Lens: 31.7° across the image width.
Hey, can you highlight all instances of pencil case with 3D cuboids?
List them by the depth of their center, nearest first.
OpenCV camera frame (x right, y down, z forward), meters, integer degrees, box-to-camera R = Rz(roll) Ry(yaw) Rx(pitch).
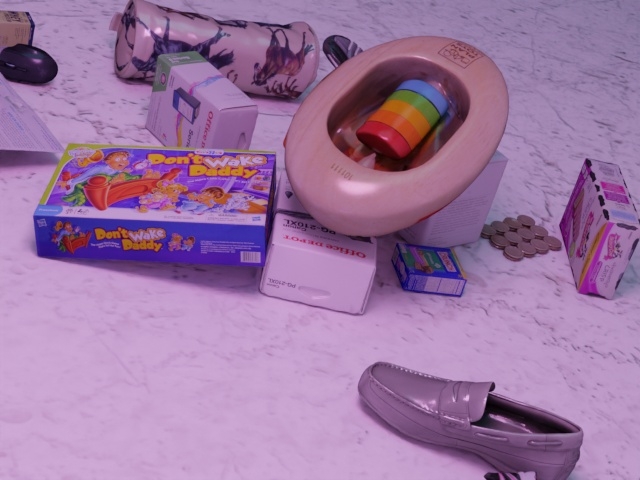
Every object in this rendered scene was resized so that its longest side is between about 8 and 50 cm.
[{"bbox_3d":[-0.217,-0.390,2.293,0.410,0.160,0.183,5,24,-19],"label":"pencil case"}]

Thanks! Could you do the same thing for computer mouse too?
[{"bbox_3d":[-0.615,-0.337,2.111,0.242,0.071,0.041,6,28,-13],"label":"computer mouse"}]

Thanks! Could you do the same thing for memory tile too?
[{"bbox_3d":[0.372,-0.006,2.111,0.148,0.012,0.113,-13,42,-37],"label":"memory tile"}]

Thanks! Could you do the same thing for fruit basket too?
[{"bbox_3d":[-0.651,-0.227,1.890,0.353,0.165,0.327,5,31,-47],"label":"fruit basket"}]

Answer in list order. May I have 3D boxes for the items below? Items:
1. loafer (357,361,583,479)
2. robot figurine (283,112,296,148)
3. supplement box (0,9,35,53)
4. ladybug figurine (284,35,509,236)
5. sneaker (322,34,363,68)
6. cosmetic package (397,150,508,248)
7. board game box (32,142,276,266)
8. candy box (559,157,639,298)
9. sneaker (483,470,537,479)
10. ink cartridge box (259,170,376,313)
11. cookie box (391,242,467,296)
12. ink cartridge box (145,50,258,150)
[{"bbox_3d":[0.209,0.236,1.569,0.319,0.111,0.112,21,32,6],"label":"loafer"},{"bbox_3d":[0.027,-0.163,1.998,0.158,0.219,0.128,4,33,-22],"label":"robot figurine"},{"bbox_3d":[-0.609,-0.400,2.197,0.083,0.083,0.056,-2,38,-29],"label":"supplement box"},{"bbox_3d":[0.127,-0.162,1.816,0.305,0.162,0.449,34,59,21],"label":"ladybug figurine"},{"bbox_3d":[0.062,-0.320,2.330,0.229,0.132,0.086,38,53,-23],"label":"sneaker"},{"bbox_3d":[0.212,-0.102,2.022,0.151,0.183,0.151,-10,41,-35],"label":"cosmetic package"},{"bbox_3d":[-0.251,-0.061,1.779,0.347,0.078,0.233,2,33,1],"label":"board game box"},{"bbox_3d":[0.510,-0.025,2.066,0.071,0.159,0.233,11,32,-6],"label":"candy box"},{"bbox_3d":[0.236,0.362,1.447,0.077,0.072,0.178,7,23,7],"label":"sneaker"},{"bbox_3d":[0.000,0.000,1.847,0.172,0.100,0.237,13,32,-5],"label":"ink cartridge box"},{"bbox_3d":[0.185,0.049,1.913,0.107,0.040,0.092,7,33,-17],"label":"cookie box"},{"bbox_3d":[-0.218,-0.226,2.043,0.093,0.154,0.212,-14,43,-39],"label":"ink cartridge box"}]
